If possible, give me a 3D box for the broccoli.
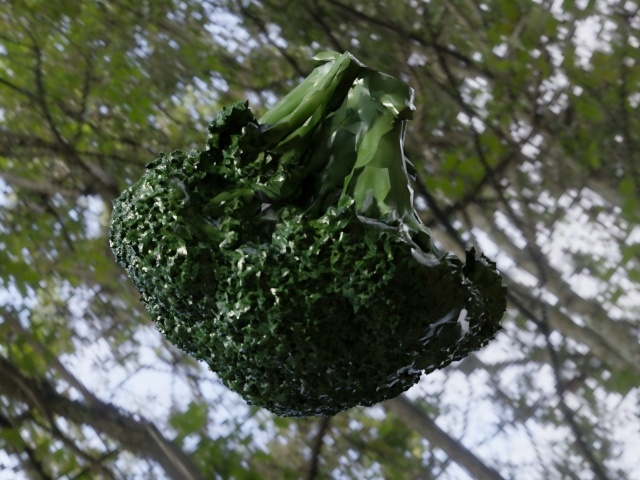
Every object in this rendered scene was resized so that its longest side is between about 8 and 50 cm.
[{"bbox_3d":[0.000,0.000,1.085,0.308,0.308,0.275,22,-89,-39],"label":"broccoli"}]
